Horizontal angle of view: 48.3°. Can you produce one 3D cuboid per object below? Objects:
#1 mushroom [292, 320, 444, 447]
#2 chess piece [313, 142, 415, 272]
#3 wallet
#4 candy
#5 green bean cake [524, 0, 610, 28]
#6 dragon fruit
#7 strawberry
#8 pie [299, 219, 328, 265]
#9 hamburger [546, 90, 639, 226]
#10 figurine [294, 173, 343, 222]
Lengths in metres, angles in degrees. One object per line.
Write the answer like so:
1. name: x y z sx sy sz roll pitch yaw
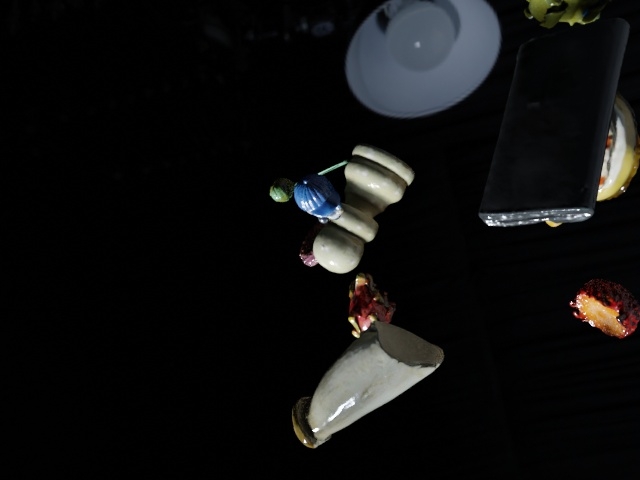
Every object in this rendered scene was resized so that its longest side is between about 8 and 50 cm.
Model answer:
1. mushroom: 0.082 0.326 1.623 0.154 0.407 0.137 36 -150 -21
2. chess piece: 0.083 -0.066 1.690 0.300 0.167 0.167 -60 -20 -4
3. wallet: 0.437 -0.220 1.337 0.062 0.228 0.406 32 -113 -39
4. candy: -0.027 -0.148 1.695 0.061 0.202 0.061 -23 -90 -80
5. green bean cake: 0.630 -0.670 1.756 0.202 0.285 0.310 92 175 -75
6. dragon fruit: 0.137 0.186 2.012 0.133 0.150 0.208 -161 55 -68
7. strawberry: 0.618 0.141 1.534 0.145 0.086 0.145 36 169 9
8. pie: 0.000 0.000 1.844 0.038 0.153 0.153 31 -146 -20
9. hamburger: 0.551 -0.193 1.604 0.261 0.186 0.303 -133 37 -57
10. figurine: 0.001 -0.075 1.266 0.136 0.077 0.079 13 -118 -79
